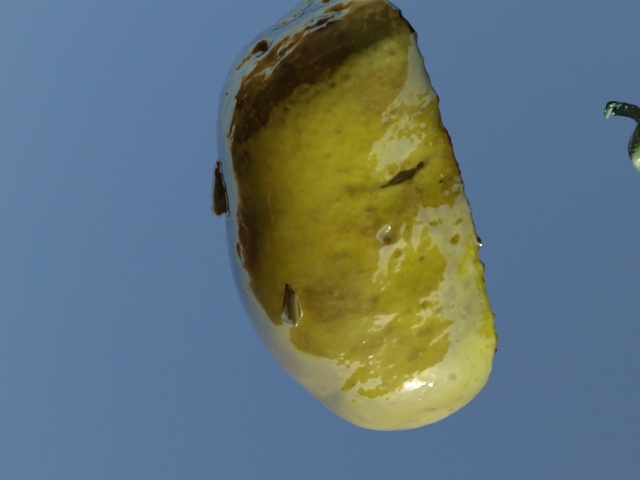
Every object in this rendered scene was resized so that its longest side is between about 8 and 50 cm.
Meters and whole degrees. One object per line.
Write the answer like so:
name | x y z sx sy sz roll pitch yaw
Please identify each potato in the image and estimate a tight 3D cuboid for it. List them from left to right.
potato | 0.000 0.000 0.776 0.160 0.111 0.272 13 -53 50

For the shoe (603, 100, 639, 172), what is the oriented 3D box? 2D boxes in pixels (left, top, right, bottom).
shoe | 0.196 -0.024 0.652 0.064 0.071 0.143 -62 -144 40
